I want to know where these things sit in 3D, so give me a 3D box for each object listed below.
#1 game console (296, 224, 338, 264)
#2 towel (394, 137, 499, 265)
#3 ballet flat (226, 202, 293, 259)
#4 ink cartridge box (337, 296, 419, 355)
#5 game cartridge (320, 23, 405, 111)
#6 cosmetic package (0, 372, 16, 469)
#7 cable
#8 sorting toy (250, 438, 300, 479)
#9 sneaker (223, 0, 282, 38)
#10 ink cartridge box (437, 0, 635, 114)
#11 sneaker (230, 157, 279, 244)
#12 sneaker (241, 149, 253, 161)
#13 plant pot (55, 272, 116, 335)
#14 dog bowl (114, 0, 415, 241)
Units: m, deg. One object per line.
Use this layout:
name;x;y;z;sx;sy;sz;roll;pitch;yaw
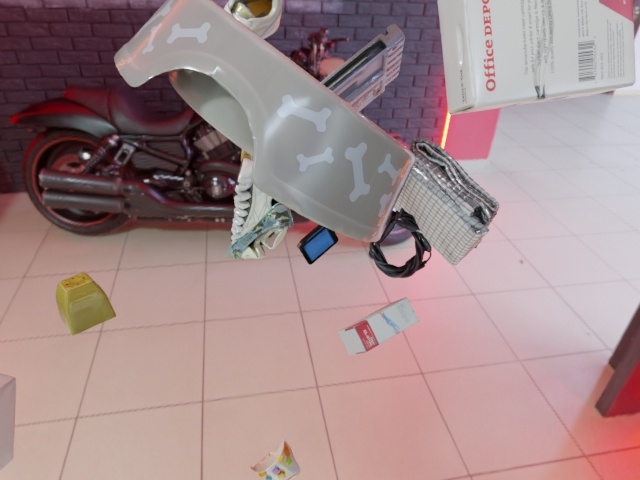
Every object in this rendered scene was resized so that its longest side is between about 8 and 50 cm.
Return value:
game console;0.000;0.000;1.338;0.122;0.107;0.071;-41;88;-17
towel;0.309;-0.099;1.189;0.121;0.235;0.284;-39;72;-14
ballet flat;-0.124;0.001;0.961;0.070;0.188;0.070;32;35;-25
ink cartridge box;0.151;0.225;1.224;0.175;0.127;0.073;-24;81;-22
game cartridge;0.060;-0.369;1.197;0.355;0.230;0.068;-39;79;2
cosmetic package;-0.571;0.288;0.517;0.217;0.156;0.385;13;18;2
cable;0.176;0.006;1.041;0.184;0.151;0.047;-18;1;-39
sorting toy;-0.078;0.441;0.901;0.083;0.075;0.045;-39;26;-4
sneaker;-0.156;-0.356;0.800;0.087;0.092;0.229;42;76;-4
ink cartridge box;0.298;-0.282;0.657;0.236;0.172;0.100;-9;9;-6
sneaker;-0.150;-0.063;1.123;0.118;0.292;0.110;9;52;-8
sneaker;-0.205;-0.356;1.494;0.111;0.297;0.131;10;47;-6
plant pot;-0.443;0.109;0.868;0.081;0.084;0.081;-26;33;-35
dog bowl;-0.041;-0.146;0.531;0.348;0.102;0.349;34;16;-11
